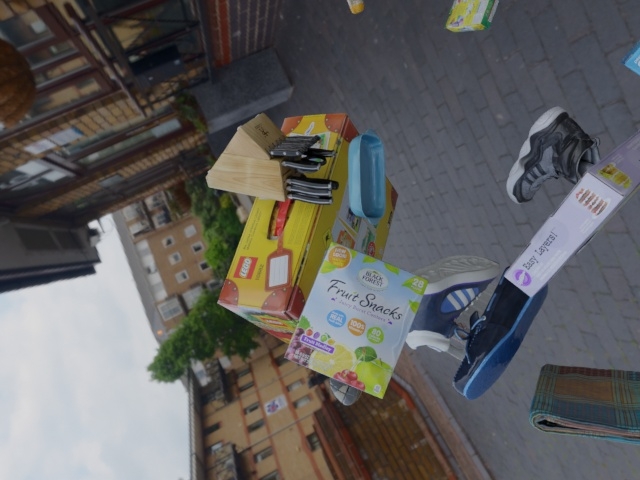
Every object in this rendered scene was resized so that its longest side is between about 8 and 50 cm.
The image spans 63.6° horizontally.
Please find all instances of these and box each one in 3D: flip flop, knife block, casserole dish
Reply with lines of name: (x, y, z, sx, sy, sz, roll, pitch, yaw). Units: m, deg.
flip flop: (0.108, 0.340, 1.434, 0.112, 0.080, 0.277, 34, 114, 41)
knife block: (-0.093, -0.134, 1.105, 0.242, 0.088, 0.275, 47, 136, -3)
casserole dish: (0.091, -0.125, 1.026, 0.114, 0.036, 0.189, -4, -88, -58)

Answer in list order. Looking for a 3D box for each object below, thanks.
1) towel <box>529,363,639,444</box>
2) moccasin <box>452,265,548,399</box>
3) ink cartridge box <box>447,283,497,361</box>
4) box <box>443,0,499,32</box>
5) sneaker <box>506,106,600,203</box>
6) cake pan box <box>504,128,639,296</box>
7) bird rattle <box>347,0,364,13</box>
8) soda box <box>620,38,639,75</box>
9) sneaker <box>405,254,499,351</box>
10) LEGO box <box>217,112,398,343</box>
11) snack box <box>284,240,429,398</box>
towel: (0.613, 0.343, 1.130, 0.370, 0.271, 0.040, -12, -80, -63)
moccasin: (0.405, 0.212, 1.212, 0.116, 0.342, 0.138, 27, 160, 41)
ink cartridge box: (0.444, 0.249, 1.634, 0.308, 0.385, 0.091, 29, 132, 22)
box: (0.453, -0.690, 1.562, 0.179, 0.043, 0.105, 34, 107, 57)
sneaker: (0.525, -0.155, 1.166, 0.153, 0.101, 0.269, 49, 153, 32)
cake pan box: (0.448, -0.046, 0.868, 0.070, 0.245, 0.267, 46, 143, 23)
bird rattle: (0.052, -0.676, 1.284, 0.254, 0.143, 0.207, -104, -10, -53)
soda box: (0.822, -0.491, 1.219, 0.071, 0.210, 0.067, 36, -149, 2)
sneaker: (0.351, 0.182, 1.416, 0.130, 0.322, 0.237, 28, 123, 51)
LEGO box: (0.000, 0.000, 1.304, 0.193, 0.501, 0.372, 3, 155, 32)
snack box: (0.059, 0.128, 0.860, 0.174, 0.207, 0.070, 21, 175, 3)
